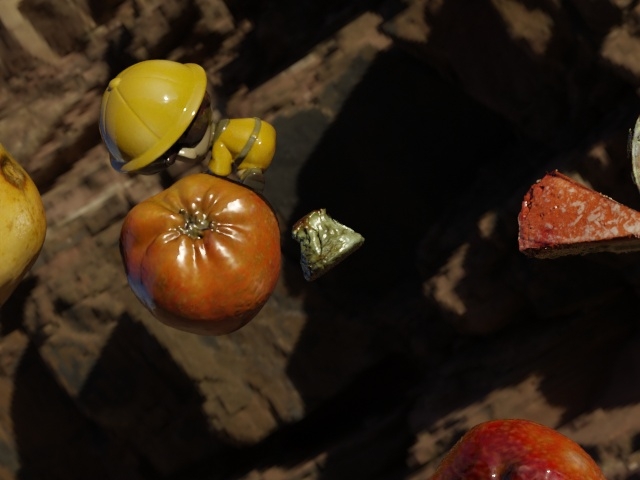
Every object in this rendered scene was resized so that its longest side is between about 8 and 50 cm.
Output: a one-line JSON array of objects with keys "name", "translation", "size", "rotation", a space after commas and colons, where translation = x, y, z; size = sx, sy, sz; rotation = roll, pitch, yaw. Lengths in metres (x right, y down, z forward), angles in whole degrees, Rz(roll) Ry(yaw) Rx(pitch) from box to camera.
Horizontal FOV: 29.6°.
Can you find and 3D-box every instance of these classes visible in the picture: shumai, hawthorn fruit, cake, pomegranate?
[{"name": "shumai", "translation": [-0.001, 0.001, 1.796], "size": [0.099, 0.087, 0.124], "rotation": [-36, -4, -26]}, {"name": "hawthorn fruit", "translation": [0.305, 0.407, 1.694], "size": [0.285, 0.284, 0.369], "rotation": [-34, -38, 26]}, {"name": "hawthorn fruit", "translation": [-0.127, 0.018, 1.294], "size": [0.189, 0.189, 0.189], "rotation": [-32, -5, -3]}, {"name": "cake", "translation": [0.370, -0.040, 1.579], "size": [0.220, 0.116, 0.086], "rotation": [-11, -19, 41]}, {"name": "pomegranate", "translation": [-0.498, -0.023, 1.544], "size": [0.307, 0.307, 0.307], "rotation": [-32, -5, -3]}]

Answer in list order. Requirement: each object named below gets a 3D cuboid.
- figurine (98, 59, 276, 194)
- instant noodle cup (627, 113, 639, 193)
[{"name": "figurine", "translation": [-0.188, -0.163, 1.731], "size": [0.192, 0.257, 0.167], "rotation": [-100, 28, -57]}, {"name": "instant noodle cup", "translation": [0.657, -0.155, 1.781], "size": [0.340, 0.340, 0.266], "rotation": [-36, -3, 38]}]
